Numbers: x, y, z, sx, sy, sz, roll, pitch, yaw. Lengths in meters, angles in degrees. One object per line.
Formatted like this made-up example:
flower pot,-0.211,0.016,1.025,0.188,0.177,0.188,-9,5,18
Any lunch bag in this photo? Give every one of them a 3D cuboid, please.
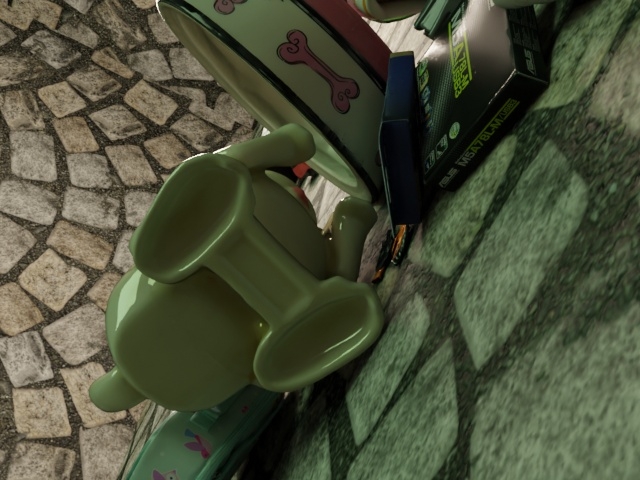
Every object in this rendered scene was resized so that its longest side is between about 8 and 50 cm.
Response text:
lunch bag,-0.152,0.269,1.321,0.224,0.108,0.279,-56,-5,31

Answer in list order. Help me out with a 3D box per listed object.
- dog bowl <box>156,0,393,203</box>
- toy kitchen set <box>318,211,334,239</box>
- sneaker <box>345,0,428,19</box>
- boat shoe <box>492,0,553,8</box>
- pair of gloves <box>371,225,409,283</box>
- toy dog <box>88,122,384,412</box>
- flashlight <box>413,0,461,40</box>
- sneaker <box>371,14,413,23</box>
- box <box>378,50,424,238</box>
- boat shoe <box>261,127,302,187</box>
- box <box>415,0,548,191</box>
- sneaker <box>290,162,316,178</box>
dog bowl,-0.030,-0.240,1.408,0.150,0.408,0.408,-48,9,-4
toy kitchen set,0.000,0.000,1.497,0.083,0.068,0.075,-62,10,11
sneaker,0.171,-0.376,1.274,0.321,0.126,0.127,-33,37,5
boat shoe,0.240,-0.387,1.040,0.156,0.136,0.367,-14,55,53
pair of gloves,0.087,0.009,1.205,0.083,0.010,0.074,130,161,-58
toy dog,-0.102,0.044,1.291,0.395,0.285,0.408,-52,8,16
flashlight,0.217,-0.363,1.179,0.103,0.103,0.304,43,106,36
sneaker,0.185,-0.537,1.728,0.202,0.185,0.482,97,-164,-62
box,0.099,-0.115,1.186,0.225,0.037,0.136,-77,-20,-55
boat shoe,-0.073,-0.166,2.212,0.119,0.121,0.335,174,112,-69
box,0.165,-0.179,1.079,0.184,0.045,0.190,124,153,-49
sneaker,-0.015,-0.265,2.048,0.276,0.135,0.097,-59,9,17
